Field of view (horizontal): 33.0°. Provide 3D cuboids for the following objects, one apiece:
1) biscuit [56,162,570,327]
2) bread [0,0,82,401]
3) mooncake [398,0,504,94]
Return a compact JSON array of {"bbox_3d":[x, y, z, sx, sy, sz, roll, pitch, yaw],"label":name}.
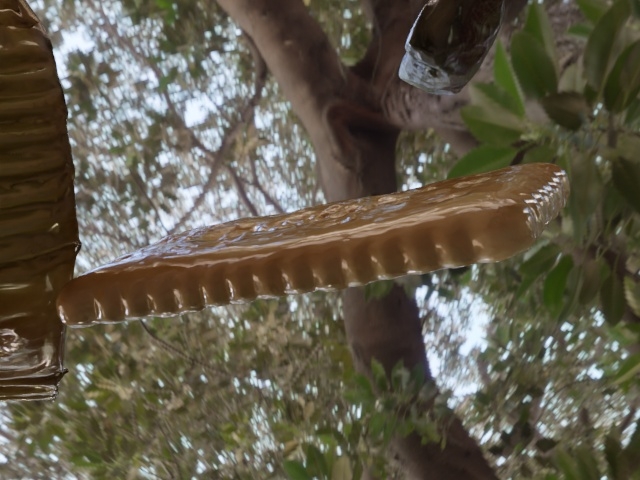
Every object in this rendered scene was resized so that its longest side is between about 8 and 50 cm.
[{"bbox_3d":[0.000,-0.001,0.570,0.250,0.160,0.030,-10,-82,23],"label":"biscuit"},{"bbox_3d":[-0.243,-0.010,0.633,0.156,0.288,0.204,-9,-118,-25],"label":"bread"},{"bbox_3d":[0.131,-0.203,1.021,0.073,0.125,0.130,28,-95,4],"label":"mooncake"}]
